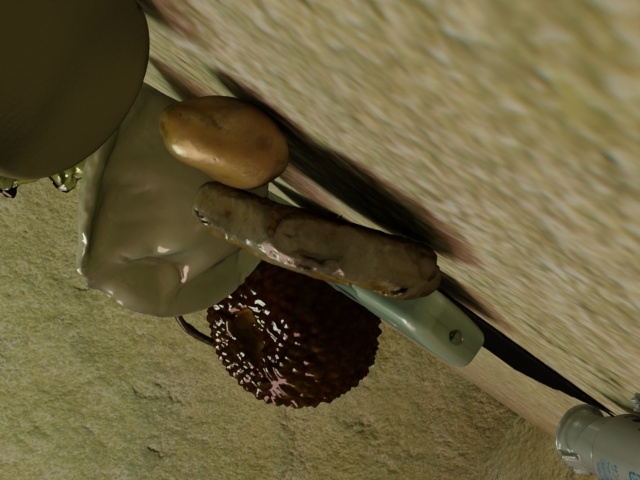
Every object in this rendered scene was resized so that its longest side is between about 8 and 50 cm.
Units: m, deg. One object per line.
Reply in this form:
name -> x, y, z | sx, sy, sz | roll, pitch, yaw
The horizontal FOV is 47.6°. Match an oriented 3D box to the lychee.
lychee -> -0.030, 0.116, 1.091 | 0.268, 0.267, 0.267 | 34, 176, 3

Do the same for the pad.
pad -> 0.165, 0.092, 0.894 | 0.368, 0.007, 0.248 | 36, 176, -13

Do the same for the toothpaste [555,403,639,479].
toothpaste -> 0.316, 0.199, 0.588 | 0.114, 0.073, 0.299 | 36, 168, -19

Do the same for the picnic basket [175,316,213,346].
picnic basket -> -0.196, 0.103, 1.694 | 0.293, 0.337, 0.337 | 37, 175, -32

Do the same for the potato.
potato -> -0.062, -0.064, 0.472 | 0.083, 0.062, 0.068 | -1, 166, -32

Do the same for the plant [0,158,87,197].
plant -> -0.568, -0.215, 1.325 | 0.306, 0.261, 0.297 | 49, 170, -25

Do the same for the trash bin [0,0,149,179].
trash bin -> -0.232, -0.160, 0.350 | 0.247, 0.121, 0.243 | 37, 177, 18

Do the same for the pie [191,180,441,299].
pie -> 0.000, 0.000, 0.540 | 0.195, 0.046, 0.195 | 18, -177, -1

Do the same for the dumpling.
dumpling -> -0.126, -0.020, 0.644 | 0.132, 0.179, 0.252 | 10, 164, 28

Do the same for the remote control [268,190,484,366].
remote control -> 0.033, 0.030, 0.766 | 0.296, 0.056, 0.140 | 33, 174, 42

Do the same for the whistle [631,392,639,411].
whistle -> 0.253, 0.130, 0.495 | 0.033, 0.029, 0.083 | -15, -139, -43
